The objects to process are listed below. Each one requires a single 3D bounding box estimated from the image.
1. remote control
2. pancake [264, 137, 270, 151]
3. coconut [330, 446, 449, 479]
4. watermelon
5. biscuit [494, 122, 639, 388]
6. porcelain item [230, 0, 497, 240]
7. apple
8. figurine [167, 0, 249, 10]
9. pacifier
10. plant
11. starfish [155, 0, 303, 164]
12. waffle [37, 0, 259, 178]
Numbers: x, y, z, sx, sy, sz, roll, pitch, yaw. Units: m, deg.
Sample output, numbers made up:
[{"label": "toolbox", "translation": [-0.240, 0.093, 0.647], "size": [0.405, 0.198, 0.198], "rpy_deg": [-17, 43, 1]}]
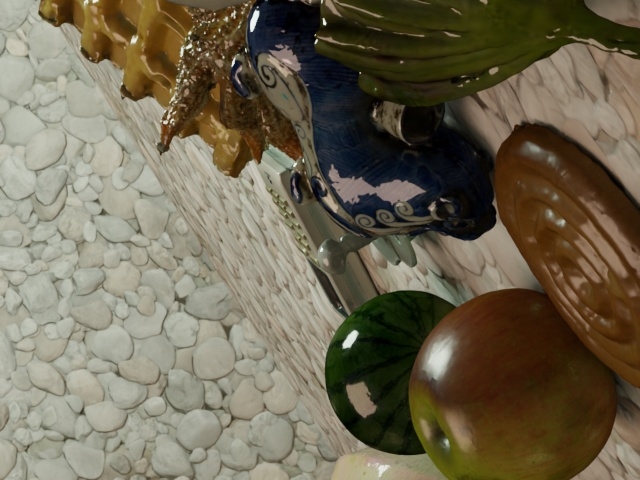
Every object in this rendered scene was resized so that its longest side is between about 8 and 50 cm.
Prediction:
[{"label": "remote control", "translation": [0.000, 0.000, 2.177], "size": [0.277, 0.055, 0.103], "rpy_deg": [63, 169, -26]}, {"label": "pancake", "translation": [-0.053, -0.101, 2.240], "size": [0.115, 0.011, 0.115], "rpy_deg": [54, 169, 15]}, {"label": "coconut", "translation": [0.136, 0.390, 2.072], "size": [0.297, 0.309, 0.297], "rpy_deg": [24, 168, 5]}, {"label": "watermelon", "translation": [0.094, 0.153, 1.828], "size": [0.188, 0.188, 0.215], "rpy_deg": [55, 159, 10]}, {"label": "biscuit", "translation": [0.220, 0.022, 1.305], "size": [0.262, 0.037, 0.262], "rpy_deg": [54, 170, 14]}, {"label": "porcelain item", "translation": [0.044, -0.114, 1.431], "size": [0.186, 0.138, 0.288], "rpy_deg": [16, 139, 43]}, {"label": "apple", "translation": [0.174, 0.145, 1.493], "size": [0.196, 0.196, 0.196], "rpy_deg": [54, 169, 15]}, {"label": "figurine", "translation": [-0.115, -0.393, 1.315], "size": [0.274, 0.226, 0.394], "rpy_deg": [-66, -45, -68]}, {"label": "pacifier", "translation": [0.044, -0.010, 1.780], "size": [0.127, 0.116, 0.150], "rpy_deg": [61, 170, -14]}, {"label": "plant", "translation": [0.123, -0.124, 0.988], "size": [0.333, 0.180, 0.251], "rpy_deg": [47, 176, 31]}, {"label": "starfish", "translation": [-0.108, -0.184, 1.661], "size": [0.301, 0.084, 0.293], "rpy_deg": [21, 136, 31]}, {"label": "waffle", "translation": [-0.171, -0.258, 1.805], "size": [0.348, 0.077, 0.304], "rpy_deg": [43, 147, 11]}]
